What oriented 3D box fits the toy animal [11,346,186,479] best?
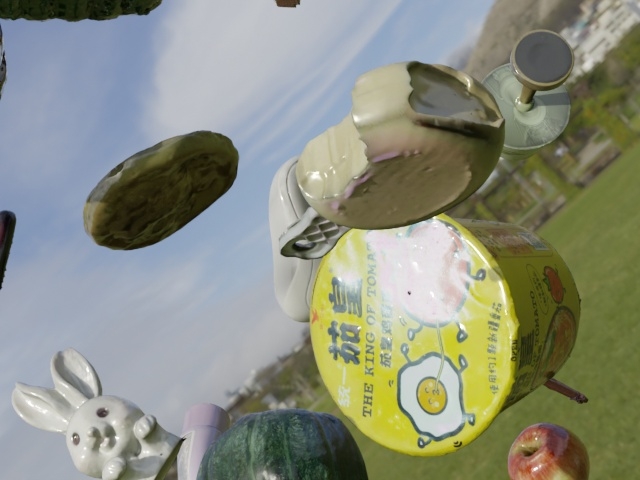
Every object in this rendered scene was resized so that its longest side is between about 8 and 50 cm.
[{"bbox_3d":[-0.273,0.214,1.200,0.104,0.220,0.131,-53,-7,-8],"label":"toy animal"}]

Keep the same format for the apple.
[{"bbox_3d":[0.404,0.395,1.779,0.146,0.131,0.146,-36,26,21],"label":"apple"}]

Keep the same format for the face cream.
[{"bbox_3d":[-0.225,0.429,1.865,0.274,0.096,0.154,-86,15,-51],"label":"face cream"}]

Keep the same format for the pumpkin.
[{"bbox_3d":[-0.089,0.401,1.658,0.197,0.263,0.293,18,-41,-40],"label":"pumpkin"}]

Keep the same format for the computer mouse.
[{"bbox_3d":[0.000,0.000,1.748,0.184,0.297,0.121,-3,10,-43],"label":"computer mouse"}]

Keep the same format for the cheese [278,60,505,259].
[{"bbox_3d":[0.041,-0.050,0.907,0.163,0.082,0.286,12,-34,-30],"label":"cheese"}]

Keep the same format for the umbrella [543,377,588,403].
[{"bbox_3d":[0.321,0.202,1.498,0.025,0.165,0.027,-62,-4,-18],"label":"umbrella"}]

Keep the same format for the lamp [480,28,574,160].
[{"bbox_3d":[0.252,-0.173,1.242,0.121,0.121,0.215,-41,-13,-9],"label":"lamp"}]

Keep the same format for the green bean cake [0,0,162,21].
[{"bbox_3d":[-0.386,-0.480,1.458,0.300,0.308,0.169,-10,-24,-25],"label":"green bean cake"}]

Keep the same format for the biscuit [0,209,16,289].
[{"bbox_3d":[-0.596,0.011,1.588,0.063,0.235,0.151,90,-174,-60],"label":"biscuit"}]

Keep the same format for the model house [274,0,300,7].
[{"bbox_3d":[-0.023,-0.320,1.222,0.083,0.058,0.057,-41,-15,-3],"label":"model house"}]

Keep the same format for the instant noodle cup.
[{"bbox_3d":[0.185,0.107,1.367,0.254,0.326,0.325,-5,-33,-49],"label":"instant noodle cup"}]

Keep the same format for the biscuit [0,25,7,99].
[{"bbox_3d":[-0.521,-0.214,1.144,0.332,0.332,0.103,-38,-24,-39],"label":"biscuit"}]

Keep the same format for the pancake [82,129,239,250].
[{"bbox_3d":[-0.201,-0.058,1.330,0.242,0.050,0.242,-30,-17,-10],"label":"pancake"}]
